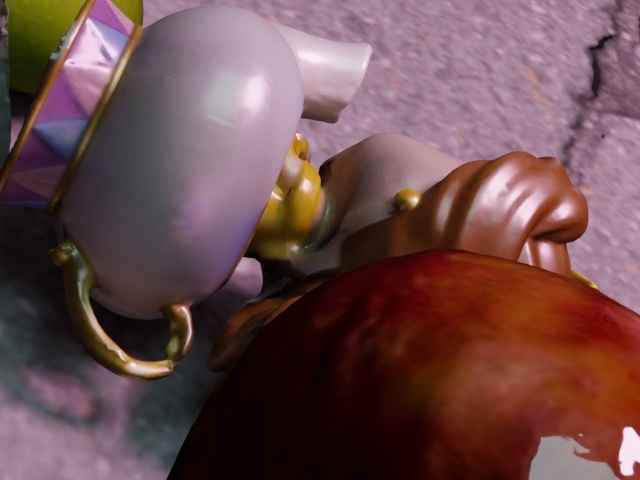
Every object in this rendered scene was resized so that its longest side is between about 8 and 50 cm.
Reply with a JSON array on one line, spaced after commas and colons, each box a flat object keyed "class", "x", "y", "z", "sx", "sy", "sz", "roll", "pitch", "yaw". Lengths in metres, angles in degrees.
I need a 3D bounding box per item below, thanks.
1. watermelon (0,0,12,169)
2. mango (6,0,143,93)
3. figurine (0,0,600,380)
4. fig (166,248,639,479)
[{"class": "watermelon", "x": -0.198, "y": -0.051, "z": 0.710, "sx": 0.098, "sy": 0.121, "sz": 0.158, "roll": 29, "pitch": 77, "yaw": 22}, {"class": "mango", "x": -0.180, "y": -0.193, "z": 0.819, "sx": 0.175, "sy": 0.143, "sz": 0.293, "roll": 2, "pitch": 54, "yaw": -50}, {"class": "figurine", "x": 0.000, "y": 0.000, "z": 0.716, "sx": 0.263, "sy": 0.142, "sz": 0.189, "roll": 28, "pitch": 66, "yaw": -8}, {"class": "fig", "x": 0.043, "y": 0.116, "z": 0.534, "sx": 0.224, "sy": 0.224, "sz": 0.263, "roll": 19, "pitch": 21, "yaw": -17}]
